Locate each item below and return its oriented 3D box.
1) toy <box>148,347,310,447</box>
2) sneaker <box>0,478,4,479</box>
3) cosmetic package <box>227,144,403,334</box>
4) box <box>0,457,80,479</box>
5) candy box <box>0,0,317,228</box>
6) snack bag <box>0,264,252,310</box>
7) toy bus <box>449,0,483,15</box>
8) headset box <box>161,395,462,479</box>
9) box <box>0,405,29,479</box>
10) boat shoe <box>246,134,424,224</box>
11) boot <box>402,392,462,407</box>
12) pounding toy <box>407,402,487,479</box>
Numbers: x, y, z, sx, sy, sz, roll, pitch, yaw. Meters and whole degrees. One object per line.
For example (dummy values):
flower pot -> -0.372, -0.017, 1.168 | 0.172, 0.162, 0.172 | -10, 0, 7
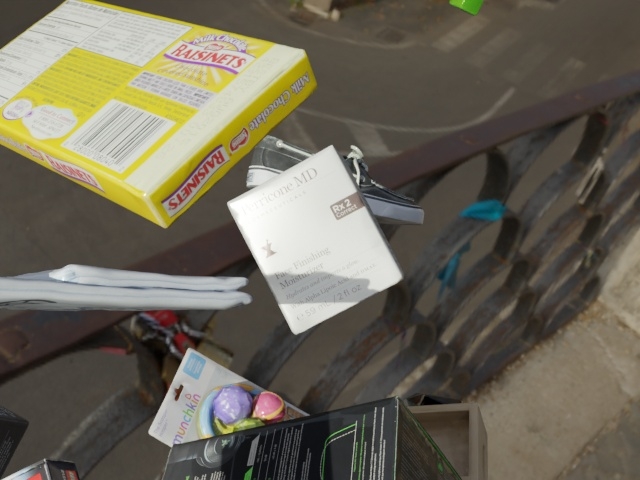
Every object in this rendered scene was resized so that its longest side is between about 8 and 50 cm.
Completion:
toy -> -0.067, 0.222, 0.931 | 0.237, 0.056, 0.137 | 34, 37, -12
sneaker -> -0.359, 0.365, 0.931 | 0.083, 0.221, 0.087 | -12, 37, -27
cosmetic package -> 0.000, 0.000, 1.001 | 0.183, 0.151, 0.151 | 62, 5, 3
box -> -0.165, 0.242, 0.439 | 0.114, 0.036, 0.207 | -28, 67, 3
candy box -> -0.109, -0.077, 0.409 | 0.206, 0.027, 0.105 | 24, 59, 39
snack bag -> -0.288, 0.041, 0.687 | 0.342, 0.037, 0.323 | 6, -8, -44
toy bus -> 0.125, -0.365, 0.884 | 0.202, 0.191, 0.104 | 0, 24, -24
headset box -> -0.001, 0.302, 0.792 | 0.283, 0.246, 0.131 | -19, 38, 24
box -> -0.879, 0.403, 1.661 | 0.293, 0.395, 0.212 | 21, 78, 20
boat shoe -> 0.035, -0.098, 1.274 | 0.306, 0.105, 0.113 | 14, -5, -13
boot -> 0.161, 0.499, 1.341 | 0.146, 0.445, 0.367 | 17, -1, -1
pounding toy -> 0.123, 0.331, 1.089 | 0.206, 0.094, 0.181 | -8, 42, 18
